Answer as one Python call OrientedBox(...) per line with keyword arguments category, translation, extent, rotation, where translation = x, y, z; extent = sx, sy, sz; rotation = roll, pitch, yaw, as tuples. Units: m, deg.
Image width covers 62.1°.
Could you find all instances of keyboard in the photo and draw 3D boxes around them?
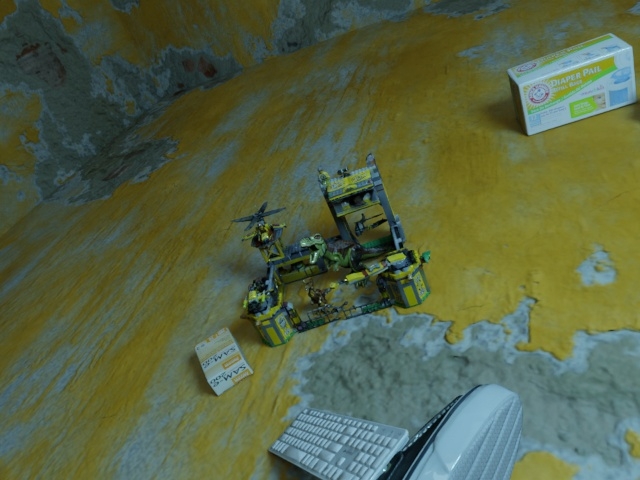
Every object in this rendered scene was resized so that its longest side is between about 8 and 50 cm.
OrientedBox(category="keyboard", translation=(0.006, 0.214, 0.562), extent=(0.072, 0.014, 0.256), rotation=(-37, 3, -25))

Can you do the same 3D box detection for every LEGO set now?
OrientedBox(category="LEGO set", translation=(0.000, 0.000, 0.835), extent=(0.331, 0.192, 0.255), rotation=(-14, 32, 18))

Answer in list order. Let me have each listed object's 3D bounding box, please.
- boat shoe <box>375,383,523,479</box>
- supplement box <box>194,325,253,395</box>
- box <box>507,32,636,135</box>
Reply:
OrientedBox(category="boat shoe", translation=(0.060, 0.249, 0.478), extent=(0.335, 0.121, 0.119), rotation=(-42, 33, -27))
OrientedBox(category="supplement box", translation=(-0.150, 0.182, 0.815), extent=(0.062, 0.036, 0.098), rotation=(-32, 32, -11))
OrientedBox(category="box", translation=(0.483, -0.303, 1.035), extent=(0.203, 0.114, 0.103), rotation=(-17, 31, 16))
